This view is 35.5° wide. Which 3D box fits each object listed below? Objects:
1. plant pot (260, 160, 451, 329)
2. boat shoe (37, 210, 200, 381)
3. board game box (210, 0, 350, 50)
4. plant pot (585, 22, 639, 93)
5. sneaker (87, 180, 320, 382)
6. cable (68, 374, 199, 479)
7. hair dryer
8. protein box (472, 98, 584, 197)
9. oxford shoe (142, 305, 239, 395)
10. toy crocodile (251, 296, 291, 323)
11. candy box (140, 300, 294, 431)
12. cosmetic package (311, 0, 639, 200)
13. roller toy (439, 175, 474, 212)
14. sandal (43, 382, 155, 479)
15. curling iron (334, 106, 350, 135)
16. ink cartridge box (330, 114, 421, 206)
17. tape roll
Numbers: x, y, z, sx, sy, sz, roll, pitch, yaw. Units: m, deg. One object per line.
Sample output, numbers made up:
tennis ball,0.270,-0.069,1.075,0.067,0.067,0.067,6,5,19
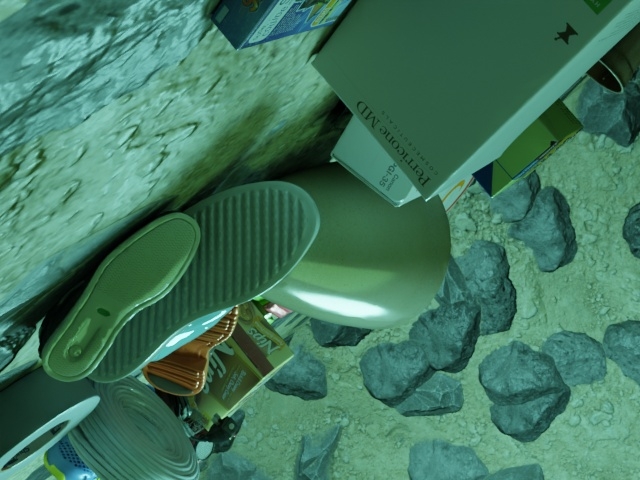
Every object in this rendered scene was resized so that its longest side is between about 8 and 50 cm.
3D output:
plant pot,0.000,0.000,1.371,0.256,0.256,0.274,-43,155,27
boat shoe,-0.231,0.049,1.121,0.233,0.084,0.079,-47,-150,4
board game box,0.019,-0.230,0.737,0.201,0.035,0.136,-45,171,37
plant pot,0.646,-0.433,2.167,0.165,0.167,0.167,-47,172,4
sneaker,-0.145,0.037,1.230,0.366,0.135,0.150,-31,180,19
cable,-0.302,0.326,1.634,0.089,0.257,0.257,-44,166,5
hair dryer,-0.262,0.298,1.812,0.080,0.223,0.293,-23,167,-45
protein box,0.280,-0.198,1.573,0.136,0.199,0.201,-43,172,27
oxford shoe,-0.190,0.094,1.487,0.363,0.130,0.132,120,-12,-52
toy crocodile,-0.029,0.057,1.807,0.340,0.105,0.115,-41,144,8
candy box,-0.195,0.220,1.808,0.088,0.183,0.316,-34,171,-42
cosmetic package,0.177,-0.227,0.920,0.155,0.197,0.365,-32,168,-45
roller toy,0.164,-0.118,1.697,0.191,0.146,0.209,-49,166,2
sandal,-0.409,0.362,1.926,0.138,0.126,0.317,-52,175,25
curling iron,0.087,-0.174,1.400,0.068,0.035,0.274,-46,170,21
ink cartridge box,0.161,-0.178,1.287,0.207,0.117,0.283,-58,164,26
tape roll,-0.416,0.258,1.391,0.219,0.072,0.219,-39,173,-6
